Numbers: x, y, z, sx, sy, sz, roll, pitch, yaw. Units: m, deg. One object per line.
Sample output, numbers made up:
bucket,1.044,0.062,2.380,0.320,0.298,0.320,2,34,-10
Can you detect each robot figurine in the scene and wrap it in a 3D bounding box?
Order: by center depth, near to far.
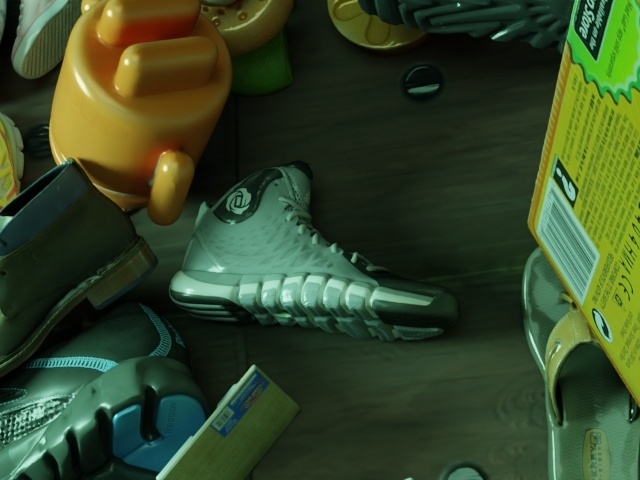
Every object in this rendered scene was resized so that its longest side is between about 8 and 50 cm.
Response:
robot figurine,-0.143,-0.108,1.048,0.158,0.219,0.128,35,57,1

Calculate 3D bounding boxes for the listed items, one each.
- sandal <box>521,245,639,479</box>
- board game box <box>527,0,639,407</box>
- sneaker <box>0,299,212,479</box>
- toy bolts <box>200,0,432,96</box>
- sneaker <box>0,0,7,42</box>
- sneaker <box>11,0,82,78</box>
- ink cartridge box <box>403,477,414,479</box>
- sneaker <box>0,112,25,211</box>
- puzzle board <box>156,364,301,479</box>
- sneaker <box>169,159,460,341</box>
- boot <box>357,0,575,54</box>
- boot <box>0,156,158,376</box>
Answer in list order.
sandal,0.190,0.100,0.968,0.090,0.060,0.219,-2,70,12
board game box,0.375,-0.016,0.782,0.356,0.356,0.356,-25,67,-8
sneaker,-0.239,0.175,1.026,0.341,0.125,0.140,-30,39,4
toy bolts,-0.015,-0.260,1.091,0.218,0.158,0.228,-6,69,10
sneaker,-0.408,-0.181,1.196,0.297,0.111,0.129,2,52,12
sneaker,-0.247,-0.206,1.184,0.070,0.051,0.134,22,73,21
ink cartridge box,0.018,0.222,0.941,0.135,0.099,0.056,-23,68,5
sneaker,-0.281,-0.026,1.101,0.081,0.094,0.208,-20,69,3
puzzle board,-0.073,0.155,0.988,0.011,0.096,0.128,34,80,31
sneaker,0.000,0.000,1.036,0.228,0.086,0.132,5,69,15
boot,0.229,-0.359,1.095,0.367,0.146,0.445,13,59,-3
boot,-0.239,0.032,1.011,0.219,0.082,0.106,-35,109,-19
